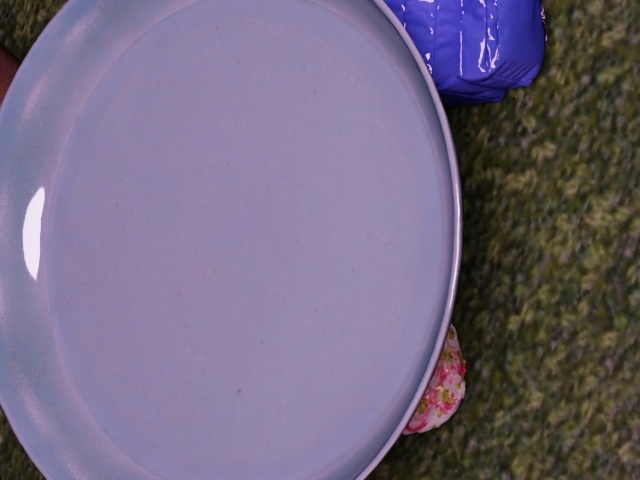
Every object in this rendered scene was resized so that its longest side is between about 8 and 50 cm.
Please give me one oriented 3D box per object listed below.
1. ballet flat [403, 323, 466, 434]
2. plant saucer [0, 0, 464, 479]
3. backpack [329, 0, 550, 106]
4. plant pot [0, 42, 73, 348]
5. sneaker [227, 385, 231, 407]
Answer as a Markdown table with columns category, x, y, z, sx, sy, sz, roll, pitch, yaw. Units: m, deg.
| category | x | y | z | sx | sy | sz | roll | pitch | yaw |
| --- | --- | --- | --- | --- | --- | --- | --- | --- | --- |
| ballet flat | 0.000 | 0.000 | 1.056 | 0.091 | 0.077 | 0.241 | -29 | 55 | -5 |
| plant saucer | -0.053 | 0.000 | 0.999 | 0.317 | 0.044 | 0.317 | -3 | 85 | 36 |
| backpack | 0.064 | -0.133 | 1.016 | 0.101 | 0.098 | 0.120 | -4 | 87 | 25 |
| plant pot | -0.187 | 0.008 | 1.184 | 0.230 | 0.215 | 0.215 | 31 | 104 | 28 |
| sneaker | -0.036 | 0.147 | 1.066 | 0.121 | 0.099 | 0.262 | -37 | 57 | 39 |
